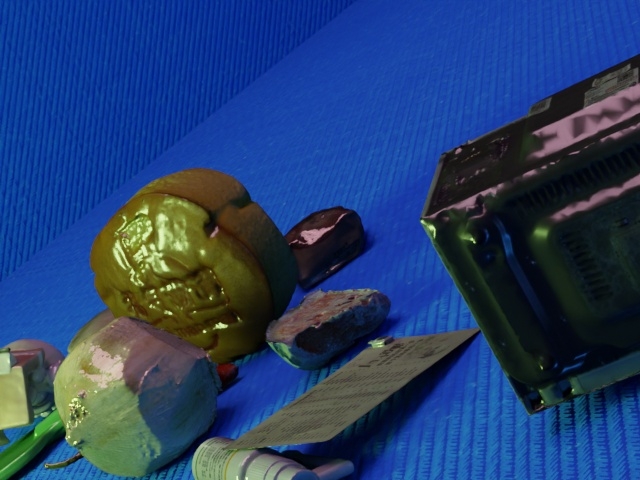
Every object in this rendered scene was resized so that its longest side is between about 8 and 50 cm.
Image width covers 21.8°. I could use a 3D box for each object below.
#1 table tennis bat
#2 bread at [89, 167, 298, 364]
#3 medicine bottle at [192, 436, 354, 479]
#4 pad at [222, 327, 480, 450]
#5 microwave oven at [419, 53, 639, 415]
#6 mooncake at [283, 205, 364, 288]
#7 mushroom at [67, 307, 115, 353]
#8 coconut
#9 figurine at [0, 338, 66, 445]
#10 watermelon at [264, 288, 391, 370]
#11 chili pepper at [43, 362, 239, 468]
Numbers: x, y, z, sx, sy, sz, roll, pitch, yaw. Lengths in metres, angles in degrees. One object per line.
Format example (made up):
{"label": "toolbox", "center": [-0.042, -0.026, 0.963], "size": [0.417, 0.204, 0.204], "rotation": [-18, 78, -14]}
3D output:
{"label": "table tennis bat", "center": [-0.407, 0.287, 2.340], "size": [0.257, 0.039, 0.160], "rotation": [-38, 10, 4]}
{"label": "bread", "center": [-0.161, 0.041, 2.151], "size": [0.270, 0.270, 0.148], "rotation": [-23, 16, 38]}
{"label": "medicine bottle", "center": [-0.048, 0.230, 1.653], "size": [0.092, 0.061, 0.220], "rotation": [-19, 7, -24]}
{"label": "pad", "center": [0.035, 0.147, 1.699], "size": [0.159, 0.009, 0.265], "rotation": [-11, 14, 45]}
{"label": "microwave oven", "center": [0.263, -0.016, 1.394], "size": [0.295, 0.237, 0.181], "rotation": [-24, 17, 20]}
{"label": "mooncake", "center": [0.000, 0.000, 2.294], "size": [0.130, 0.073, 0.125], "rotation": [-33, 12, -1]}
{"label": "mushroom", "center": [-0.265, 0.136, 2.336], "size": [0.128, 0.128, 0.350], "rotation": [-30, 12, 19]}
{"label": "coconut", "center": [-0.226, 0.187, 1.960], "size": [0.194, 0.194, 0.194], "rotation": [-32, 14, 9]}
{"label": "figurine", "center": [-0.438, 0.218, 2.443], "size": [0.162, 0.141, 0.237], "rotation": [-9, 1, 8]}
{"label": "watermelon", "center": [0.018, 0.102, 1.925], "size": [0.139, 0.071, 0.187], "rotation": [-20, 10, 25]}
{"label": "chili pepper", "center": [-0.225, 0.219, 2.087], "size": [0.272, 0.071, 0.063], "rotation": [-30, -26, -4]}
